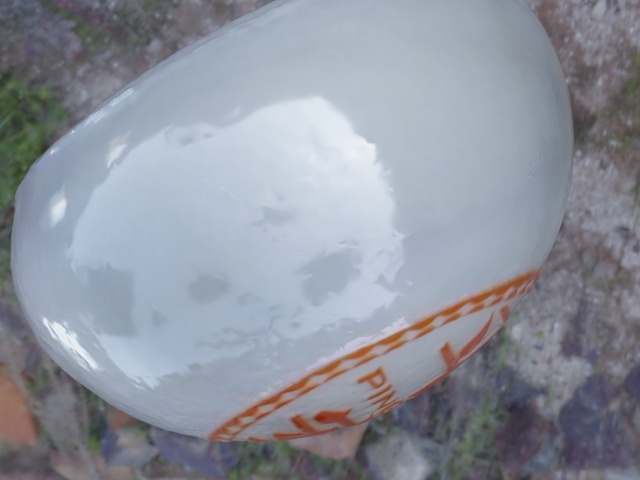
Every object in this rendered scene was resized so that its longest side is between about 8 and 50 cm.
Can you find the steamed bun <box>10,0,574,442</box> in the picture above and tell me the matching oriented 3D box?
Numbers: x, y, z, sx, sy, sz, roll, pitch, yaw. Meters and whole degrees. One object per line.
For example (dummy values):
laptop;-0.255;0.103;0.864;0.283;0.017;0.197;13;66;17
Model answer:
steamed bun;0.000;0.000;0.480;0.232;0.232;0.145;-31;86;39
